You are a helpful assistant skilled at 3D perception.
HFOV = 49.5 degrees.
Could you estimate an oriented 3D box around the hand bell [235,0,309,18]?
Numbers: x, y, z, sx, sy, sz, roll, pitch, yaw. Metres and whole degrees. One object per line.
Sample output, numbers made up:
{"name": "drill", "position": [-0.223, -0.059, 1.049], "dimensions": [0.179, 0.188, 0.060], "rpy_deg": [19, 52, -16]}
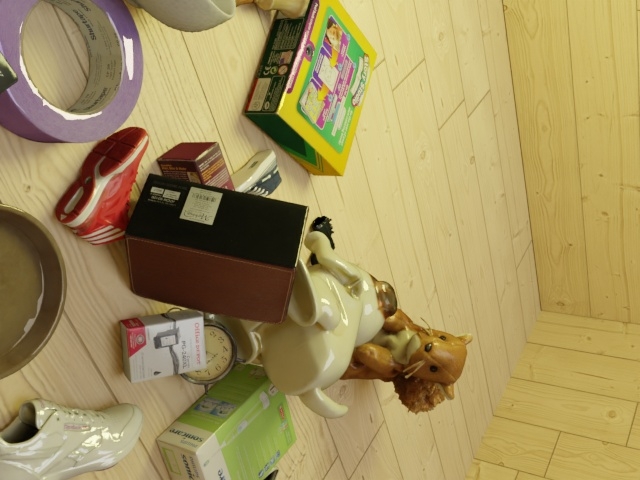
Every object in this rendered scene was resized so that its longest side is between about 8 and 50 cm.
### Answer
{"name": "hand bell", "position": [-0.153, -0.517, 1.471], "dimensions": [0.242, 0.126, 0.126], "rpy_deg": [-25, 117, -36]}

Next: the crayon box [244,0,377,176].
{"name": "crayon box", "position": [-0.010, -0.385, 1.682], "dimensions": [0.313, 0.106, 0.363], "rpy_deg": [38, 64, -53]}

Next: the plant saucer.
{"name": "plant saucer", "position": [-0.515, 0.080, 1.056], "dimensions": [0.278, 0.041, 0.278], "rpy_deg": [-12, 105, -54]}

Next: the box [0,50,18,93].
{"name": "box", "position": [-0.575, -0.229, 0.739], "dimensions": [0.312, 0.178, 0.343], "rpy_deg": [-55, 137, -33]}

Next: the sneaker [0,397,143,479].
{"name": "sneaker", "position": [-0.421, 0.324, 1.166], "dimensions": [0.305, 0.114, 0.152], "rpy_deg": [-18, 111, -54]}

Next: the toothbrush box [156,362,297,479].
{"name": "toothbrush box", "position": [-0.194, 0.435, 1.517], "dimensions": [0.283, 0.122, 0.206], "rpy_deg": [-42, 127, -46]}

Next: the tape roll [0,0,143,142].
{"name": "tape roll", "position": [-0.415, -0.293, 1.104], "dimensions": [0.274, 0.090, 0.275], "rpy_deg": [-13, 106, -54]}

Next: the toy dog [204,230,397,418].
{"name": "toy dog", "position": [0.018, 0.167, 1.580], "dimensions": [0.395, 0.284, 0.408], "rpy_deg": [51, 28, 11]}

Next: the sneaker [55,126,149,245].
{"name": "sneaker", "position": [-0.364, -0.090, 1.237], "dimensions": [0.221, 0.087, 0.128], "rpy_deg": [-54, 146, -19]}

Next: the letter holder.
{"name": "letter holder", "position": [-0.192, 0.026, 1.305], "dimensions": [0.214, 0.301, 0.152], "rpy_deg": [104, -3, -52]}

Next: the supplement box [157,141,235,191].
{"name": "supplement box", "position": [-0.235, -0.097, 1.389], "dimensions": [0.081, 0.104, 0.188], "rpy_deg": [-47, 132, -43]}

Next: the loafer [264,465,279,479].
{"name": "loafer", "position": [-0.192, 0.641, 1.559], "dimensions": [0.112, 0.111, 0.320], "rpy_deg": [49, 55, -47]}

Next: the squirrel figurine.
{"name": "squirrel figurine", "position": [0.246, 0.314, 1.930], "dimensions": [0.397, 0.370, 0.281], "rpy_deg": [49, 55, -48]}

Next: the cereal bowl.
{"name": "cereal bowl", "position": [-0.288, -0.495, 1.156], "dimensions": [0.339, 0.141, 0.339], "rpy_deg": [58, 16, -27]}

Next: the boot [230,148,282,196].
{"name": "boot", "position": [-0.146, -0.124, 1.549], "dimensions": [0.190, 0.069, 0.086], "rpy_deg": [-50, 130, -43]}

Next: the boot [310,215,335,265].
{"name": "boot", "position": [0.000, 0.000, 1.810], "dimensions": [0.121, 0.045, 0.099], "rpy_deg": [-53, 138, -48]}

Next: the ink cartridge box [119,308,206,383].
{"name": "ink cartridge box", "position": [-0.298, 0.199, 1.326], "dimensions": [0.150, 0.063, 0.109], "rpy_deg": [-8, 101, -28]}

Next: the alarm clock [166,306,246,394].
{"name": "alarm clock", "position": [-0.251, 0.212, 1.422], "dimensions": [0.129, 0.064, 0.192], "rpy_deg": [-38, 110, -11]}
